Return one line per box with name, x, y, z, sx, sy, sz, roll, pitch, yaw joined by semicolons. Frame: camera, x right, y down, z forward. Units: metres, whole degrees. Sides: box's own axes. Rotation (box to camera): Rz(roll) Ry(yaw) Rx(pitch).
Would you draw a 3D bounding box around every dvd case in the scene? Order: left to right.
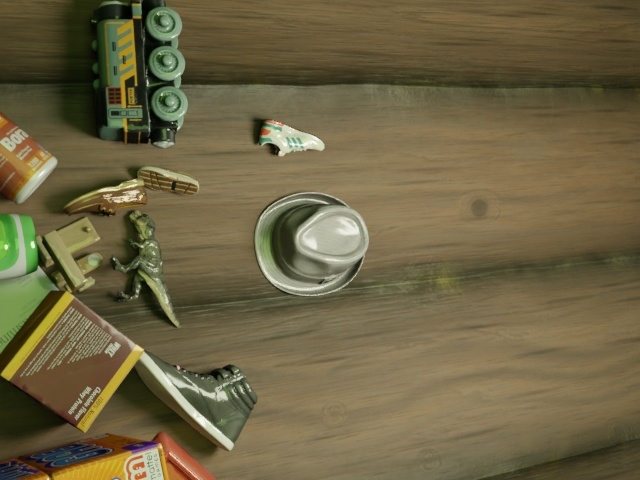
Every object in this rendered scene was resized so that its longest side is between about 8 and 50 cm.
dvd case;-0.632;0.099;1.591;0.180;0.022;0.253;-42;100;-25

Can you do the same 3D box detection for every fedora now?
fedora;0.000;0.000;1.848;0.276;0.124;0.243;-2;82;-26

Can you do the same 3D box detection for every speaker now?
speaker;-0.684;0.023;1.498;0.297;0.131;0.131;-7;85;-25

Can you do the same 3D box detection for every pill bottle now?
pill bottle;-0.635;-0.182;1.581;0.216;0.121;0.121;42;67;-14

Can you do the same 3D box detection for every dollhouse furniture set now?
dollhouse furniture set;-0.472;0.019;1.598;0.123;0.151;0.144;-31;87;-27

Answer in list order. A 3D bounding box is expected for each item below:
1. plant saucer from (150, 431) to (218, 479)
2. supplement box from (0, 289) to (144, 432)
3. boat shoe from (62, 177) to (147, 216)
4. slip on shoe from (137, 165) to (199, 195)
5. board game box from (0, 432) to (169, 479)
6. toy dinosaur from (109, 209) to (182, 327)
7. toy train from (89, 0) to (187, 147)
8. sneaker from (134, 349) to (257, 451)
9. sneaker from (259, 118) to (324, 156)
plant saucer;-0.312;0.570;1.650;0.258;0.048;0.259;46;67;-12
supplement box;-0.487;0.229;1.562;0.194;0.129;0.191;42;68;-22
boat shoe;-0.442;-0.079;1.686;0.178;0.064;0.060;-20;90;-30
slip on shoe;-0.330;-0.136;1.764;0.135;0.051;0.041;11;37;-15
board game box;-0.449;0.549;1.355;0.357;0.356;0.356;-10;85;-30
toy dinosaur;-0.374;0.069;1.699;0.118;0.064;0.268;-17;92;-33
toy train;-0.388;-0.358;1.725;0.190;0.142;0.333;-3;83;-16
sneaker;-0.254;0.293;1.697;0.295;0.105;0.147;47;64;-18
sneaker;-0.071;-0.226;1.898;0.161;0.057;0.075;19;90;-23
